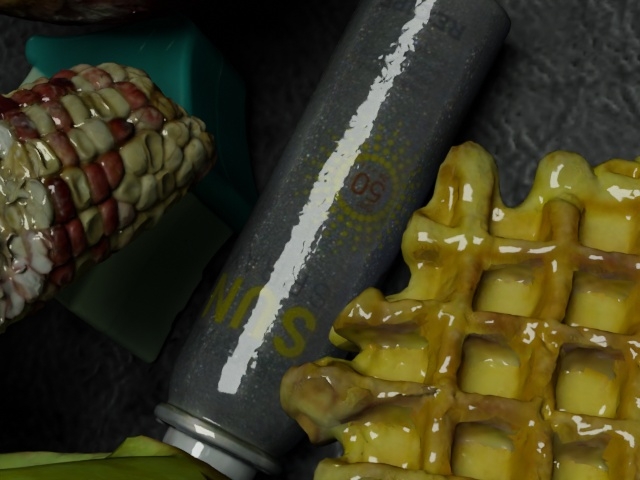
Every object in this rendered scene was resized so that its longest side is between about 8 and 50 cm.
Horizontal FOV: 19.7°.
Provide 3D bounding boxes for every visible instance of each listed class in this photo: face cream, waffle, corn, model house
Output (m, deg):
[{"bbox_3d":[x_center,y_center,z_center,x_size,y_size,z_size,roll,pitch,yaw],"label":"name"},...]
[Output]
[{"bbox_3d":[0.000,0.000,0.889,0.073,0.073,0.283,23,81,26],"label":"face cream"},{"bbox_3d":[0.136,0.086,0.768,0.283,0.065,0.309,-31,65,-20],"label":"waffle"},{"bbox_3d":[-0.165,0.008,0.769,0.290,0.098,0.098,-33,59,-28],"label":"corn"},{"bbox_3d":[-0.097,-0.037,0.922,0.127,0.100,0.149,38,88,26],"label":"model house"}]

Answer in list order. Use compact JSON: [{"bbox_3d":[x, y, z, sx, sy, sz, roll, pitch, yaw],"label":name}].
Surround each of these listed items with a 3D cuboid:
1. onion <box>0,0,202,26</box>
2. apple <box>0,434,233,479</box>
[{"bbox_3d":[-0.108,-0.194,0.851,0.207,0.206,0.216,14,70,-8],"label":"onion"},{"bbox_3d":[-0.111,0.238,0.710,0.339,0.339,0.339,-7,70,18],"label":"apple"}]
